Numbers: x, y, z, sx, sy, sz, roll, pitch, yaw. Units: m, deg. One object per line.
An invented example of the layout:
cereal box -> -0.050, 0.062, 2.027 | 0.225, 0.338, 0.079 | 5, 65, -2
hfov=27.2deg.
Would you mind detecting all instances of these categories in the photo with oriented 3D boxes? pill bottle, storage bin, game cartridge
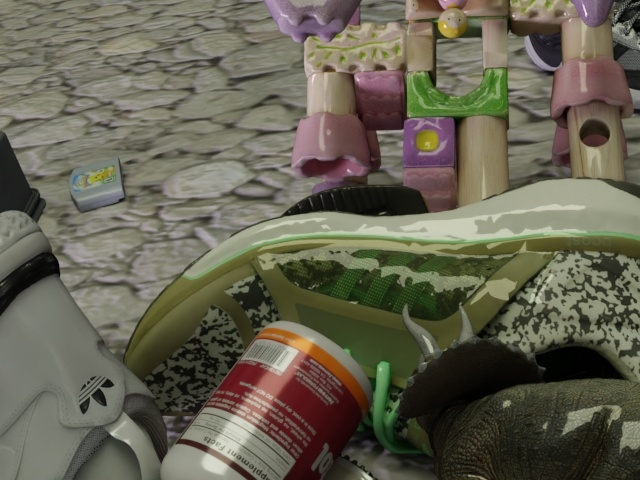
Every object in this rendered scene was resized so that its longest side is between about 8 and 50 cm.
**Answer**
pill bottle -> -0.040, 0.130, 0.797 | 0.086, 0.086, 0.152 | 14, 55, 39
storage bin -> -0.341, -0.043, 1.300 | 0.098, 0.091, 0.135 | -7, 30, 11
game cartridge -> -0.230, -0.058, 1.354 | 0.056, 0.017, 0.083 | -19, 30, -2

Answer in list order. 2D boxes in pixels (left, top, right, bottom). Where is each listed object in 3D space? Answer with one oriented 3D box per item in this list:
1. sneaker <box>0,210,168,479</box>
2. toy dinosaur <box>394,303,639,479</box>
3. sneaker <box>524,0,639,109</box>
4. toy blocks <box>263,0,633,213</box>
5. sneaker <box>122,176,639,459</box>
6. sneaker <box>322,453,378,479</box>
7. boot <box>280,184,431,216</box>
sneaker -> -0.241, 0.132, 0.928 | 0.137, 0.210, 0.366 | -41, 5, -39
toy dinosaur -> 0.146, 0.136, 0.714 | 0.313, 0.160, 0.121 | 10, 2, 37
sneaker -> 0.287, -0.226, 1.287 | 0.101, 0.153, 0.268 | -27, 32, -21
toy blocks -> 0.109, -0.091, 1.045 | 0.288, 0.309, 0.260 | -1, 74, 7
sneaker -> 0.056, 0.081, 0.896 | 0.410, 0.158, 0.182 | -13, 47, 10
sneaker -> -0.027, 0.171, 0.858 | 0.161, 0.057, 0.075 | 14, 58, 36
boot -> 0.000, 0.000, 1.049 | 0.197, 0.077, 0.137 | -18, 3, 15
